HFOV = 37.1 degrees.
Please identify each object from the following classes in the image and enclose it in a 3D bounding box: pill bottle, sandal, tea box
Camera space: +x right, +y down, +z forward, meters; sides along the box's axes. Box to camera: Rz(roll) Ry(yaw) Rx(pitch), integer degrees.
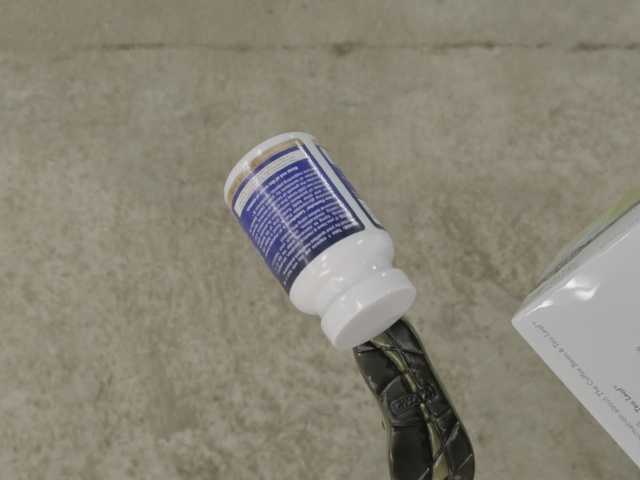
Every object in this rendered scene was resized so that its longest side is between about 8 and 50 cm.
[{"bbox_3d":[0.000,0.000,1.229,0.153,0.153,0.264,-24,63,-23],"label":"pill bottle"},{"bbox_3d":[0.132,0.238,1.330,0.120,0.086,0.302,-17,87,2],"label":"sandal"},{"bbox_3d":[0.375,0.087,0.806,0.329,0.220,0.323,49,23,5],"label":"tea box"}]

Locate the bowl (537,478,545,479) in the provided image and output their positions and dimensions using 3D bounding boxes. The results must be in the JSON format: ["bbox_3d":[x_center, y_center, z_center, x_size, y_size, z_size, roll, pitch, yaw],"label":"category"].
[{"bbox_3d":[0.227,0.326,1.082,0.142,0.142,0.053,-35,85,14],"label":"bowl"}]
